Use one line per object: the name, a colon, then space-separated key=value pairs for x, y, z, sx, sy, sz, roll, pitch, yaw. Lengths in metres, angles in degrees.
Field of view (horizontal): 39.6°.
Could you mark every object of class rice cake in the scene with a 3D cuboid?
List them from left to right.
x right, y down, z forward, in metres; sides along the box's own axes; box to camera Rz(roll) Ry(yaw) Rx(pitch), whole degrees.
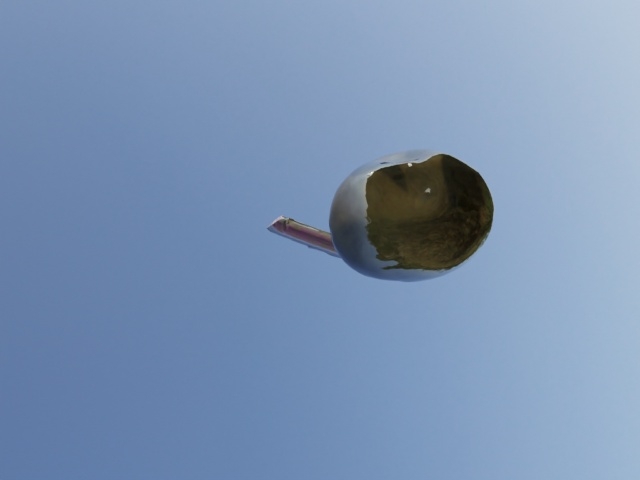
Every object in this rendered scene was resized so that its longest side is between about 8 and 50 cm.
rice cake: x=0.000 y=-0.001 z=2.170 sx=0.269 sy=0.055 sz=0.049 roll=21 pitch=-134 yaw=-10

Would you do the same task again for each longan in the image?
longan: x=0.187 y=-0.051 z=1.842 sx=0.349 sy=0.288 sz=0.289 roll=-7 pitch=-85 yaw=-9
